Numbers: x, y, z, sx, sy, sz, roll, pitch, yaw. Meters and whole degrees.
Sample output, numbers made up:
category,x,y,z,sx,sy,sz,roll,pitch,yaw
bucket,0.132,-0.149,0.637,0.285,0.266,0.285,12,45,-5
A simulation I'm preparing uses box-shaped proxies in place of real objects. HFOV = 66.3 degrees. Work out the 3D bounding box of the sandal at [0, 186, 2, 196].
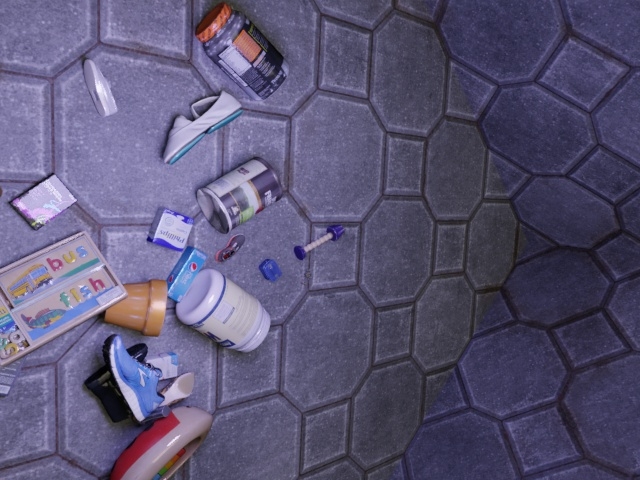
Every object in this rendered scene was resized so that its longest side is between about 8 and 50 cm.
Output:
category,x,y,z,sx,sy,sz,roll,pitch,yaw
sandal,-1.034,-0.102,1.462,0.072,0.049,0.180,58,47,-36

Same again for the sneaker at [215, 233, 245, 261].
category,x,y,z,sx,sy,sz,roll,pitch,yaw
sneaker,-0.359,0.036,2.023,0.158,0.065,0.061,-49,124,-23

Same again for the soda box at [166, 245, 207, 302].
category,x,y,z,sx,sy,sz,roll,pitch,yaw
soda box,-0.528,0.128,1.893,0.067,0.071,0.210,40,71,-36

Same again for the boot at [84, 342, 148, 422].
category,x,y,z,sx,sy,sz,roll,pitch,yaw
boot,-0.700,0.523,1.796,0.246,0.094,0.207,-37,115,-22

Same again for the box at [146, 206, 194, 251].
category,x,y,z,sx,sy,sz,roll,pitch,yaw
box,-0.562,-0.040,1.839,0.126,0.072,0.137,23,82,-39

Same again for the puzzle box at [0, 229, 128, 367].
category,x,y,z,sx,sy,sz,roll,pitch,yaw
puzzle box,-0.866,0.169,1.548,0.409,0.052,0.272,-34,83,-31

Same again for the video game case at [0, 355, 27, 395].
category,x,y,z,sx,sy,sz,roll,pitch,yaw
video game case,-1.029,0.340,1.545,0.196,0.026,0.274,29,77,-39

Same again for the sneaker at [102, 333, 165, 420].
category,x,y,z,sx,sy,sz,roll,pitch,yaw
sneaker,-0.643,0.457,1.705,0.147,0.129,0.330,-30,116,-29

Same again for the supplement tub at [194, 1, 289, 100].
category,x,y,z,sx,sy,sz,roll,pitch,yaw
supplement tub,-0.296,-0.715,1.867,0.338,0.207,0.207,40,72,-36

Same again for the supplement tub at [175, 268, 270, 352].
category,x,y,z,sx,sy,sz,roll,pitch,yaw
supplement tub,-0.378,0.284,1.935,0.325,0.235,0.235,42,70,-35

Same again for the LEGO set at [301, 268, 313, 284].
category,x,y,z,sx,sy,sz,roll,pitch,yaw
LEGO set,-0.067,0.170,2.317,0.083,0.023,0.054,-48,122,-8

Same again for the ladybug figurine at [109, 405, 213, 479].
category,x,y,z,sx,sy,sz,roll,pitch,yaw
ladybug figurine,-0.608,0.791,1.832,0.449,0.162,0.305,-41,160,-28

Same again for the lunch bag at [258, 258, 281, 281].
category,x,y,z,sx,sy,sz,roll,pitch,yaw
lunch bag,-0.219,0.128,2.152,0.067,0.065,0.098,-45,122,-26

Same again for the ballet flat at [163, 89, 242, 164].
category,x,y,z,sx,sy,sz,roll,pitch,yaw
ballet flat,-0.466,-0.435,1.839,0.400,0.139,0.139,-46,123,-30

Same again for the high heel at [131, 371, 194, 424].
category,x,y,z,sx,sy,sz,roll,pitch,yaw
high heel,-0.614,0.606,1.913,0.093,0.186,0.261,64,24,-14

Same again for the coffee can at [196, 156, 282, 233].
category,x,y,z,sx,sy,sz,roll,pitch,yaw
coffee can,-0.317,-0.180,1.936,0.275,0.201,0.201,-37,118,-29

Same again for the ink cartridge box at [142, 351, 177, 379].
category,x,y,z,sx,sy,sz,roll,pitch,yaw
ink cartridge box,-0.620,0.487,1.886,0.122,0.052,0.089,-2,98,-41

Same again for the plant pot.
category,x,y,z,sx,sy,sz,roll,pitch,yaw
plant pot,-0.659,0.232,1.736,0.188,0.205,0.205,9,91,-25

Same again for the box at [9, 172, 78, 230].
category,x,y,z,sx,sy,sz,roll,pitch,yaw
box,-0.891,-0.126,1.584,0.162,0.029,0.116,-47,123,-26

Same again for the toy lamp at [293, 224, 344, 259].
category,x,y,z,sx,sy,sz,roll,pitch,yaw
toy lamp,0.000,0.000,2.307,0.274,0.080,0.080,-28,114,-33

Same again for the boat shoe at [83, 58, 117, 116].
category,x,y,z,sx,sy,sz,roll,pitch,yaw
boat shoe,-0.730,-0.511,1.637,0.063,0.066,0.184,-36,116,-46
